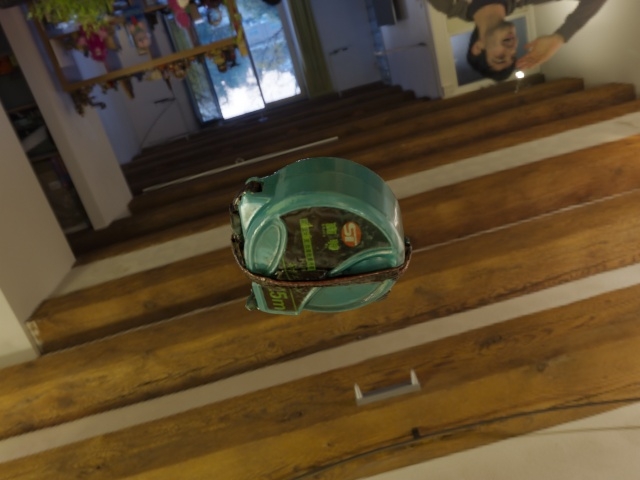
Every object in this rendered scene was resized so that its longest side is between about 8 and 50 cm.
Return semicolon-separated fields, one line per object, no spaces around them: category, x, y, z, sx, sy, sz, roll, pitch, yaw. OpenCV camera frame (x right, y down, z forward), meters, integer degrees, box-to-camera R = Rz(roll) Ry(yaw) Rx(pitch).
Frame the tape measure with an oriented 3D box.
tape measure;0.000;0.000;0.422;0.145;0.125;0.081;-2;-140;5
